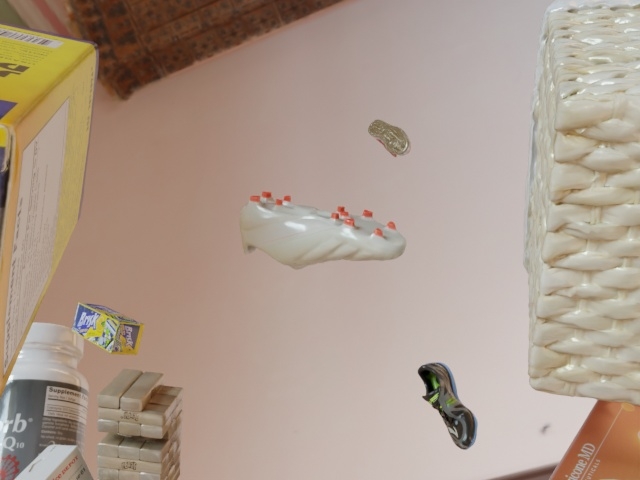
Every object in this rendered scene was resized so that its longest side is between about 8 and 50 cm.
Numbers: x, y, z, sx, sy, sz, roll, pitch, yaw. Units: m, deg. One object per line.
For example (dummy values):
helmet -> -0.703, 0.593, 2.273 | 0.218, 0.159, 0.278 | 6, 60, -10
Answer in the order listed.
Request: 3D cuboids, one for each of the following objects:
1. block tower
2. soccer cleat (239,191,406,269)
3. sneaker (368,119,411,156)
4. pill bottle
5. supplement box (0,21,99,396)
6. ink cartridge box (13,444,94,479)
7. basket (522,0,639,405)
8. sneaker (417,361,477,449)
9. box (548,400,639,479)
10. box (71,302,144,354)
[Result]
block tower -> -0.248, 0.354, 0.953 | 0.097, 0.091, 0.335 | -58, -27, -76
soccer cleat -> 0.000, 0.000, 0.757 | 0.068, 0.196, 0.076 | -25, -56, -60
sneaker -> 0.133, -0.163, 1.183 | 0.067, 0.042, 0.118 | 33, -170, -36
pill bottle -> -0.567, 0.360, 1.361 | 0.210, 0.210, 0.363 | 49, -147, -59
supplement box -> -0.303, -0.057, 0.542 | 0.356, 0.195, 0.194 | -113, 34, -66
ink cartridge box -> -0.346, 0.347, 0.928 | 0.088, 0.052, 0.122 | -53, -50, -58
basket -> 0.358, -0.038, 0.651 | 0.266, 0.331, 0.328 | -60, -30, -55
sneaker -> 0.235, 0.314, 1.325 | 0.078, 0.067, 0.188 | 10, -139, -33
box -> 0.414, 0.336, 0.714 | 0.215, 0.345, 0.168 | -31, -50, -46
box -> -0.387, 0.158, 1.264 | 0.054, 0.169, 0.059 | 15, -92, -43
